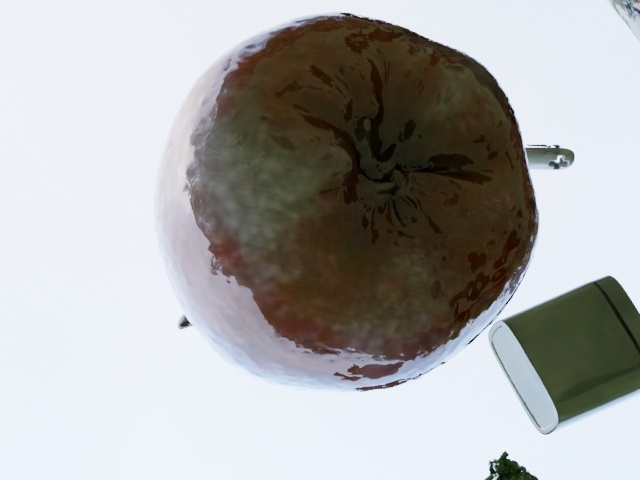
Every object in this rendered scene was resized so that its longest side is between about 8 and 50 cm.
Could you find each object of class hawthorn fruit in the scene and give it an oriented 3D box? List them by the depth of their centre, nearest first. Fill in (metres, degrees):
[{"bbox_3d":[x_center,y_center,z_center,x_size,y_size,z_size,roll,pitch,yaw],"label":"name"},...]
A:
[{"bbox_3d":[0.017,-0.021,0.892,0.235,0.263,0.231,10,-86,6],"label":"hawthorn fruit"}]

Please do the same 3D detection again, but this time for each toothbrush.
[{"bbox_3d":[0.091,-0.107,1.678,0.418,0.042,0.040,1,-131,-7],"label":"toothbrush"}]

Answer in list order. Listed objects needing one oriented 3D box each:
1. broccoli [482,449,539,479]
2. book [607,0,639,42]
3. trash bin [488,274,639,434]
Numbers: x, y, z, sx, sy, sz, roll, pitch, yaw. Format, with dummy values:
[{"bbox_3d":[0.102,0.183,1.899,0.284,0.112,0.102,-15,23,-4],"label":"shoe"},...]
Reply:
[{"bbox_3d":[0.134,0.355,1.473,0.261,0.269,0.241,-33,-132,-22],"label":"broccoli"},{"bbox_3d":[0.212,-0.265,1.067,0.018,0.228,0.322,-22,-128,-8],"label":"book"},{"bbox_3d":[0.239,0.105,1.338,0.130,0.059,0.116,-19,-112,-23],"label":"trash bin"}]
